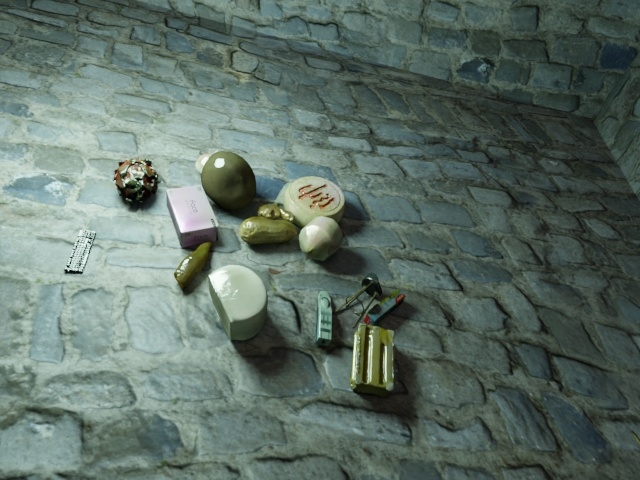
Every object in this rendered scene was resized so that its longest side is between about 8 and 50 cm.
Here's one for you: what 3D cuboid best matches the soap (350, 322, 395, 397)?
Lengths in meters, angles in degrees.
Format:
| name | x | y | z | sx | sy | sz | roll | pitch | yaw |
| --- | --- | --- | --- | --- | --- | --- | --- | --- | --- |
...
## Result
| name | x | y | z | sx | sy | sz | roll | pitch | yaw |
| --- | --- | --- | --- | --- | --- | --- | --- | --- | --- |
| soap | 0.177 | 0.403 | 1.575 | 0.135 | 0.076 | 0.233 | 13 | 46 | -5 |

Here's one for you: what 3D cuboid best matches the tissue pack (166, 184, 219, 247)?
| name | x | y | z | sx | sy | sz | roll | pitch | yaw |
| --- | --- | --- | --- | --- | --- | --- | --- | --- | --- |
| tissue pack | -0.509 | -0.099 | 1.834 | 0.149 | 0.092 | 0.246 | -13 | 53 | -25 |

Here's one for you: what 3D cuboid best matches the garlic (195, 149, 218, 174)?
| name | x | y | z | sx | sy | sz | roll | pitch | yaw |
| --- | --- | --- | --- | --- | --- | --- | --- | --- | --- |
| garlic | -0.458 | -0.319 | 2.060 | 0.175 | 0.099 | 0.124 | 26 | 61 | 7 |

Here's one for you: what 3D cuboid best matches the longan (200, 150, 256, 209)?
| name | x | y | z | sx | sy | sz | roll | pitch | yaw |
| --- | --- | --- | --- | --- | --- | --- | --- | --- | --- |
| longan | -0.378 | -0.248 | 1.911 | 0.246 | 0.246 | 0.214 | 21 | 66 | 4 |

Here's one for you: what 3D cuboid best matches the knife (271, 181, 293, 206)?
| name | x | y | z | sx | sy | sz | roll | pitch | yaw |
| --- | --- | --- | --- | --- | --- | --- | --- | --- | --- |
| knife | -0.181 | -0.173 | 2.055 | 0.047 | 0.017 | 0.297 | 25 | 46 | 0 |

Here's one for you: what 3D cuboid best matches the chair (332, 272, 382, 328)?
| name | x | y | z | sx | sy | sz | roll | pitch | yaw |
| --- | --- | --- | --- | --- | --- | --- | --- | --- | --- |
| chair | 0.153 | 0.220 | 1.737 | 0.095 | 0.104 | 0.221 | 50 | 54 | -5 |

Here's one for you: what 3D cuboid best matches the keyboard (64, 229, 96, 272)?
| name | x | y | z | sx | sy | sz | roll | pitch | yaw |
| --- | --- | --- | --- | --- | --- | --- | --- | --- | --- |
| keyboard | -0.852 | 0.035 | 1.659 | 0.061 | 0.018 | 0.195 | 7 | 47 | -14 |

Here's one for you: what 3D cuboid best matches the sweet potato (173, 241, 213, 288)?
| name | x | y | z | sx | sy | sz | roll | pitch | yaw |
| --- | --- | --- | --- | --- | --- | --- | --- | --- | --- |
| sweet potato | -0.456 | 0.072 | 1.700 | 0.077 | 0.077 | 0.243 | 23 | 47 | 5 |

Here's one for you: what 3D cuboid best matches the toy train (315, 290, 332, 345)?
| name | x | y | z | sx | sy | sz | roll | pitch | yaw |
| --- | --- | --- | --- | --- | --- | --- | --- | --- | --- |
| toy train | 0.014 | 0.265 | 1.674 | 0.052 | 0.051 | 0.233 | 13 | 45 | -10 |

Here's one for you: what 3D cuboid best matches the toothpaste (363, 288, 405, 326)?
| name | x | y | z | sx | sy | sz | roll | pitch | yaw |
| --- | --- | --- | --- | --- | --- | --- | --- | --- | --- |
| toothpaste | 0.245 | 0.247 | 1.745 | 0.044 | 0.070 | 0.193 | 41 | 50 | 23 |

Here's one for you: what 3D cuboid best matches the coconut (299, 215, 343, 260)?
| name | x | y | z | sx | sy | sz | roll | pitch | yaw |
| --- | --- | --- | --- | --- | --- | --- | --- | --- | --- |
| coconut | 0.000 | 0.000 | 1.847 | 0.171 | 0.170 | 0.182 | 25 | 43 | 8 |

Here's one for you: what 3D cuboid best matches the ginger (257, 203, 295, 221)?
| name | x | y | z | sx | sy | sz | roll | pitch | yaw |
| --- | --- | --- | --- | --- | --- | --- | --- | --- | --- |
| ginger | -0.188 | -0.110 | 1.912 | 0.166 | 0.067 | 0.096 | 12 | 13 | 19 |

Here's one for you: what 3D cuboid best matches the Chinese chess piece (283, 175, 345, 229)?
| name | x | y | z | sx | sy | sz | roll | pitch | yaw |
| --- | --- | --- | --- | --- | --- | --- | --- | --- | --- |
| Chinese chess piece | -0.026 | -0.159 | 2.023 | 0.270 | 0.112 | 0.269 | 8 | 47 | -9 |

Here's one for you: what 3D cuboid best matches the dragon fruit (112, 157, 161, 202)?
| name | x | y | z | sx | sy | sz | roll | pitch | yaw |
| --- | --- | --- | --- | --- | --- | --- | --- | --- | --- |
| dragon fruit | -0.731 | -0.243 | 1.854 | 0.183 | 0.182 | 0.188 | 13 | 5 | -4 |

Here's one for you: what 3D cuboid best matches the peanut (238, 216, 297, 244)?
| name | x | y | z | sx | sy | sz | roll | pitch | yaw |
| --- | --- | --- | --- | --- | --- | --- | --- | --- | --- |
| peanut | -0.208 | -0.041 | 1.860 | 0.237 | 0.120 | 0.110 | -1 | 82 | -25 |

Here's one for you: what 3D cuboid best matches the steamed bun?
| name | x | y | z | sx | sy | sz | roll | pitch | yaw |
| --- | --- | --- | --- | --- | --- | --- | --- | --- | --- |
| steamed bun | -0.268 | 0.204 | 1.580 | 0.164 | 0.146 | 0.241 | -17 | 53 | -26 |
